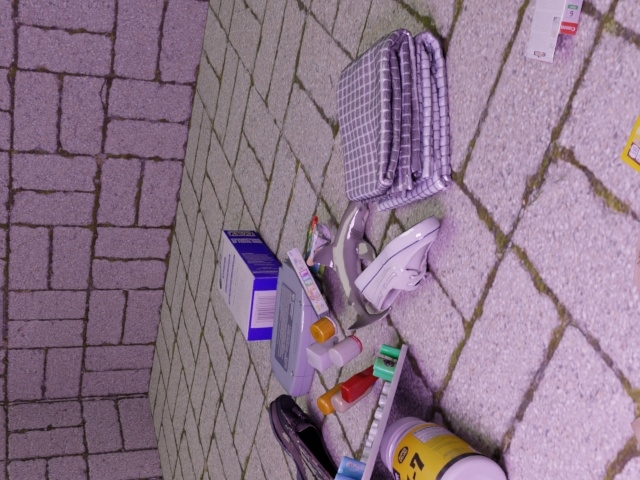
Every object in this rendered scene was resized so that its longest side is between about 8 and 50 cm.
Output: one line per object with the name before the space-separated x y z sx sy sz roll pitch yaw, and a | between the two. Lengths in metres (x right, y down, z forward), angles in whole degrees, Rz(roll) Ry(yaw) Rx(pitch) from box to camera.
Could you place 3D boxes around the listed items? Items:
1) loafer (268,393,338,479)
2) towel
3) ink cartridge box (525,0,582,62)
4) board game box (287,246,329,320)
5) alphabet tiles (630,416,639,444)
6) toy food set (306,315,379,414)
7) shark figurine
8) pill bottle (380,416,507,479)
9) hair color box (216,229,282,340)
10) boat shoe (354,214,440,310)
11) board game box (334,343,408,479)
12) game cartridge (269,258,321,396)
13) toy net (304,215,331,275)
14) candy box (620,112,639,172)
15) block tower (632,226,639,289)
loafer | -0.022 0.455 1.728 0.095 0.109 0.303 -54 44 26
towel | 0.116 -0.203 1.365 0.235 0.121 0.284 166 103 -68
ink cartridge box | 0.309 -0.293 1.017 0.063 0.029 0.115 -137 51 -61
board game box | -0.026 0.099 1.709 0.154 0.026 0.103 63 175 14
alphabet tiles | 0.418 0.220 0.756 0.237 0.009 0.198 118 146 -48
toy food set | 0.052 0.235 1.475 0.111 0.104 0.232 26 135 42
shark figurine | 0.044 0.061 1.544 0.166 0.116 0.279 133 135 -61
pill bottle | 0.181 0.352 1.187 0.208 0.119 0.119 -162 74 -67
hair color box | -0.190 0.114 2.119 0.339 0.110 0.185 -135 49 -58
boat shoe | 0.148 0.044 1.342 0.084 0.095 0.258 54 150 11
board game box | 0.049 0.424 1.320 0.390 0.050 0.390 -59 -16 -61
game cartridge | -0.061 0.212 1.870 0.198 0.062 0.298 31 118 60
toy net | 0.000 0.000 1.670 0.232 0.045 0.122 116 164 -77
candy box | 0.397 -0.084 0.793 0.206 0.027 0.105 -121 41 -52
block tower | 0.401 0.105 0.646 0.091 0.097 0.336 74 172 -46
